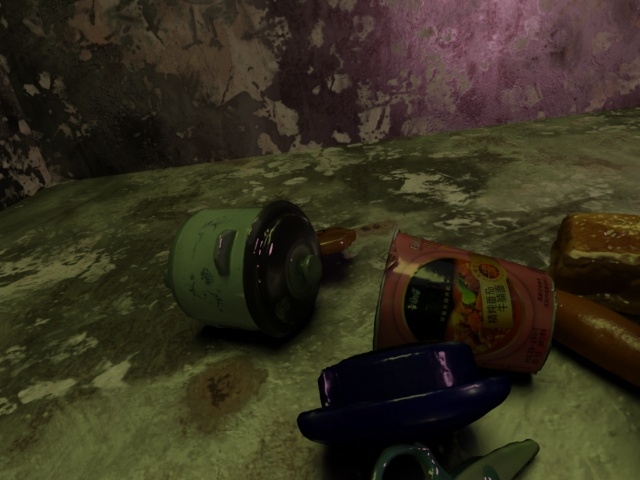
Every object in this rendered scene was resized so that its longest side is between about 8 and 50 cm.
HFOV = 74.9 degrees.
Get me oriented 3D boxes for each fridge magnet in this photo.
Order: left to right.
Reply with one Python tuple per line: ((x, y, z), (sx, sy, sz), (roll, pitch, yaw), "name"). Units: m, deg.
((0.100, 0.195, 0.528), (0.266, 0.265, 0.112), (-10, 69, -3), "fridge magnet")

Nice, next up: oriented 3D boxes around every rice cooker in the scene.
((-0.136, 0.055, 0.850), (0.317, 0.264, 0.316), (8, -16, 2), "rice cooker")

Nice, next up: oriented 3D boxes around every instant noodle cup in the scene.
((0.230, 0.108, 0.693), (0.255, 0.243, 0.244), (9, 29, 16), "instant noodle cup")

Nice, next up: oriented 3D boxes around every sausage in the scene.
((0.442, 0.149, 0.667), (0.098, 0.098, 0.238), (-17, 28, -18), "sausage")

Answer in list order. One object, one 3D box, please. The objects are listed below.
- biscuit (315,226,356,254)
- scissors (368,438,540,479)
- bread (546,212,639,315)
((-0.001, -0.003, 1.073), (0.186, 0.044, 0.295), (-16, 7, -12), "biscuit")
((0.167, 0.267, 0.454), (0.289, 0.041, 0.138), (1, 57, -40), "scissors")
((0.604, 0.054, 0.754), (0.344, 0.148, 0.195), (7, 42, 28), "bread")
